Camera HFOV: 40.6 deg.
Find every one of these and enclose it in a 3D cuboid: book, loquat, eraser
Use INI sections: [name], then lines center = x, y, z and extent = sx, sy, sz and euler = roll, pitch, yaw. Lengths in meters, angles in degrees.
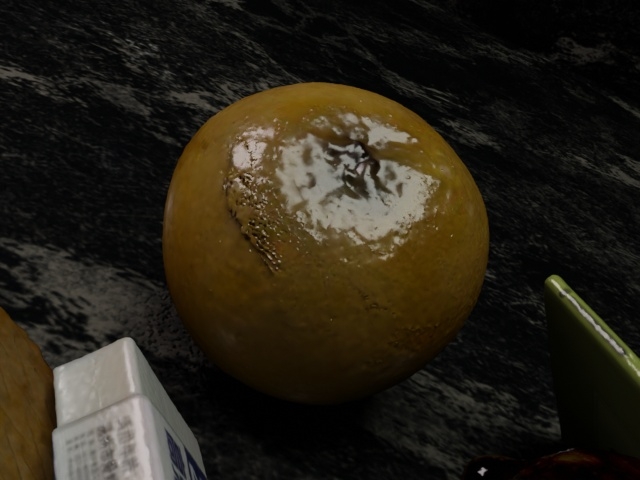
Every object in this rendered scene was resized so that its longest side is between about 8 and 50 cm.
[book]
center = 0.274, 0.205, 0.619
extent = 0.035, 0.239, 0.352
euler = -27, 44, -5
[loquat]
center = 0.000, 0.000, 0.698
extent = 0.263, 0.263, 0.263
euler = 19, 29, -11
[eraser]
center = -0.091, 0.168, 0.474
extent = 0.068, 0.124, 0.210
euler = -24, 41, -2

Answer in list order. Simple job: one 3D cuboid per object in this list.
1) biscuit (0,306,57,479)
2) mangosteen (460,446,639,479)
[biscuit]
center = -0.202, 0.120, 0.424
extent = 0.254, 0.035, 0.254
euler = 53, 24, -36
[mangosteen]
center = 0.168, 0.217, 0.581
extent = 0.172, 0.173, 0.184
euler = 2, 8, -36
